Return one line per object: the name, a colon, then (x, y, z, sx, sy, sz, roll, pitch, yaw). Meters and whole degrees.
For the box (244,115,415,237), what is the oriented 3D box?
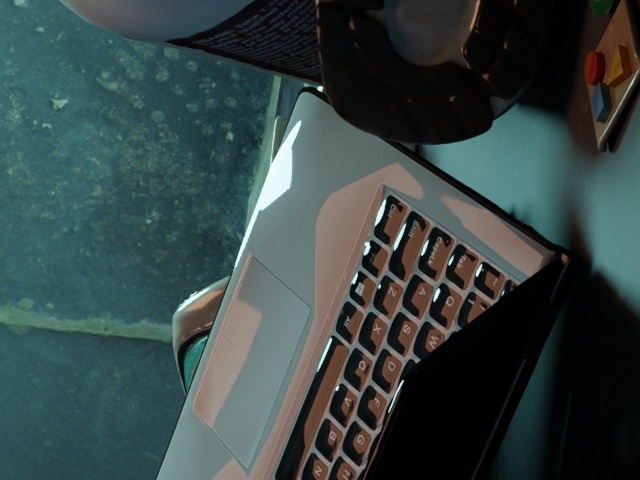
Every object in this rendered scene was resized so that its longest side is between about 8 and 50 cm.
box: (0.000, 0.000, 1.278, 0.232, 0.127, 0.148, 118, 158, -72)

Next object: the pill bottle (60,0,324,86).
pill bottle: (-0.060, -0.232, 0.918, 0.392, 0.224, 0.224, 3, -85, -64)

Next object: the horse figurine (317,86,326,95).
horse figurine: (0.015, -0.122, 1.555, 0.263, 0.066, 0.174, 108, 174, -68)

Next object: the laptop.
laptop: (-0.052, 0.142, 0.719, 0.408, 0.236, 0.382, 39, 113, 48)

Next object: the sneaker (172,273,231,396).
sneaker: (0.010, 0.055, 0.936, 0.275, 0.107, 0.110, -36, 50, 33)

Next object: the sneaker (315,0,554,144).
sneaker: (0.088, -0.259, 0.834, 0.182, 0.158, 0.410, -10, -68, -80)

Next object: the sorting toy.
sorting toy: (0.139, -0.092, 0.684, 0.062, 0.012, 0.083, 104, 170, -46)
